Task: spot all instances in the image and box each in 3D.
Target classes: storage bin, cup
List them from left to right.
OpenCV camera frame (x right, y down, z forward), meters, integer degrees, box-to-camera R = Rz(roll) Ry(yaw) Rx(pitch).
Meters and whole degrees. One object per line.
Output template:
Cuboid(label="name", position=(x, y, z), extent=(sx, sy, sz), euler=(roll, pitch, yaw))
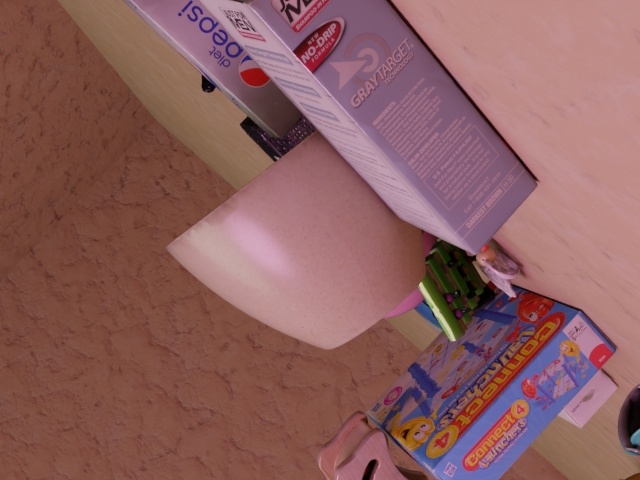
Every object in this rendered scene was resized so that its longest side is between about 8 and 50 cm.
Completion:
Cuboid(label="storage bin", position=(-0.042, -0.166, 2.018), extent=(0.180, 0.084, 0.122), euler=(46, 174, -20))
Cuboid(label="cup", position=(0.000, 0.000, 1.503), extent=(0.237, 0.331, 0.331), euler=(53, 174, -4))

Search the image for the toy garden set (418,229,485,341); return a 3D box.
Cuboid(label="toy garden set", position=(0.180, 0.013, 1.693), extent=(0.204, 0.049, 0.244), euler=(59, -159, -6))

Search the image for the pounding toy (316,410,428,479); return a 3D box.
Cuboid(label="pounding toy", position=(0.117, 0.399, 1.751), extent=(0.155, 0.154, 0.270), euler=(34, 149, 61))

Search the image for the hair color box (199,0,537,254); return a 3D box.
Cuboid(label="hair color box", position=(0.050, -0.162, 1.248), extent=(0.374, 0.113, 0.185), euler=(45, 174, -26))

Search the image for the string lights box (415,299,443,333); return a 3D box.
Cuboid(label="string lights box", position=(0.209, 0.098, 2.272), extent=(0.260, 0.077, 0.133), euler=(47, 173, -35))

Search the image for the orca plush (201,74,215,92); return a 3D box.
Cuboid(label="orca plush", position=(-0.138, -0.261, 1.870), extent=(0.287, 0.102, 0.151), euler=(40, 174, 29))

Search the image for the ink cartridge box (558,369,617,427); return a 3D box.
Cuboid(label="ink cartridge box", position=(0.397, 0.228, 1.861), extent=(0.090, 0.092, 0.143), euler=(45, 173, -14))

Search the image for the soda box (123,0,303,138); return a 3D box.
Cuboid(label="soda box", position=(-0.132, -0.267, 1.576), extent=(0.286, 0.098, 0.091), euler=(42, 177, -14))

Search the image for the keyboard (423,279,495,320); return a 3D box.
Cuboid(label="keyboard", position=(0.207, 0.079, 1.883), extent=(0.038, 0.100, 0.192), euler=(61, 175, -33))

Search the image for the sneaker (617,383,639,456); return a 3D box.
Cuboid(label="sneaker", position=(0.477, 0.258, 1.430), extent=(0.178, 0.124, 0.295), euler=(35, -179, -33))

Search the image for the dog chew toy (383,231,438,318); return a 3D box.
Cuboid(label="dog chew toy", position=(0.059, -0.028, 1.795), extent=(0.206, 0.206, 0.332), euler=(37, 166, 48))

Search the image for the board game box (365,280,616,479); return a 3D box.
Cuboid(label="board game box", position=(0.243, 0.214, 1.731), extent=(0.086, 0.308, 0.302), euler=(46, 173, -16))

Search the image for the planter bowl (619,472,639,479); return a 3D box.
Cuboid(label="planter bowl", position=(0.618, 0.445, 1.952), extent=(0.217, 0.090, 0.217), euler=(43, 175, 5))

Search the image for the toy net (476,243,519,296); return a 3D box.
Cuboid(label="toy net", position=(0.226, 0.001, 1.617), extent=(0.232, 0.045, 0.122), euler=(44, 173, -30))
